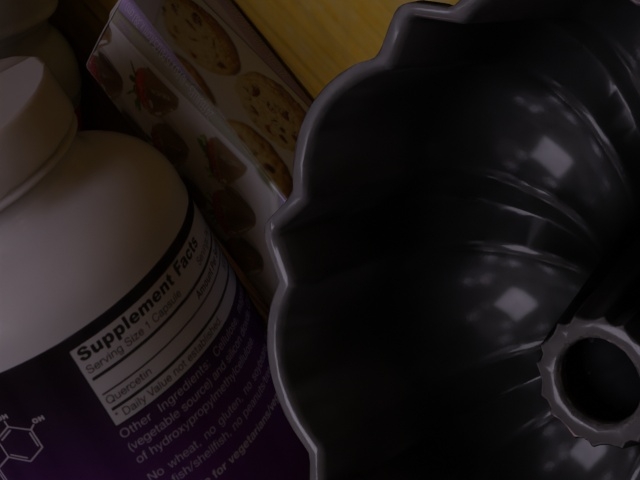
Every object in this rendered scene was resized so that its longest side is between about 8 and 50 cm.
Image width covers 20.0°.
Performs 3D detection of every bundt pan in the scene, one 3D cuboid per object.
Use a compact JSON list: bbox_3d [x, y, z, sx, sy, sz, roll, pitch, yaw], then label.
[{"bbox_3d":[0.141,0.040,0.745,0.330,0.124,0.331,13,112,33],"label":"bundt pan"}]

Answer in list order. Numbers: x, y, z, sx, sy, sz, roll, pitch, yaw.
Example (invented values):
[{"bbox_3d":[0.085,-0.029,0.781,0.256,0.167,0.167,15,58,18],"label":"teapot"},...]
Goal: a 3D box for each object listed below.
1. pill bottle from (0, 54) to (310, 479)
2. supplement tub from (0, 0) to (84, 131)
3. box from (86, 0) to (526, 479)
[{"bbox_3d":[-0.115,0.073,0.938,0.181,0.181,0.323,1,129,46],"label":"pill bottle"},{"bbox_3d":[-0.231,-0.027,1.069,0.191,0.191,0.272,21,122,39],"label":"supplement tub"},{"bbox_3d":[0.000,0.000,0.938,0.324,0.067,0.063,53,137,16],"label":"box"}]
